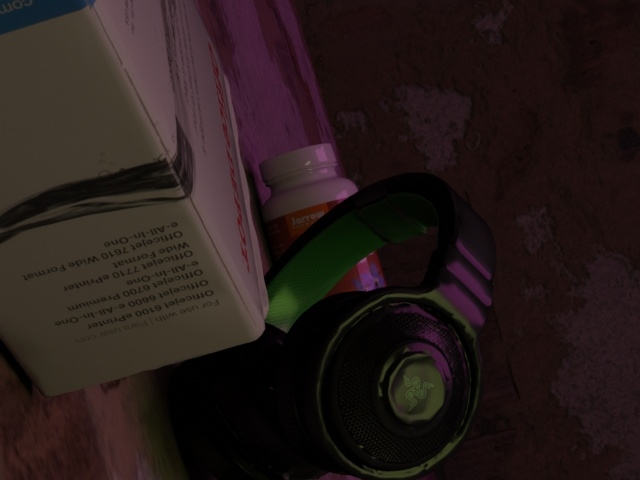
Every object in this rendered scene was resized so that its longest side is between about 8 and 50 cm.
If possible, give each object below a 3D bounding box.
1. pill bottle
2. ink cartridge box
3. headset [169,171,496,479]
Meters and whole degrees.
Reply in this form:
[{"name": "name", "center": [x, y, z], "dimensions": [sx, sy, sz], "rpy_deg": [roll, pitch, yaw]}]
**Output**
[{"name": "pill bottle", "center": [0.000, 0.000, 1.843], "dimensions": [0.121, 0.121, 0.216], "rpy_deg": [12, 61, -84]}, {"name": "ink cartridge box", "center": [-0.140, -0.105, 0.752], "dimensions": [0.307, 0.129, 0.223], "rpy_deg": [67, 8, -48]}, {"name": "headset", "center": [0.013, 0.131, 1.089], "dimensions": [0.185, 0.243, 0.394], "rpy_deg": [43, 50, -23]}]
